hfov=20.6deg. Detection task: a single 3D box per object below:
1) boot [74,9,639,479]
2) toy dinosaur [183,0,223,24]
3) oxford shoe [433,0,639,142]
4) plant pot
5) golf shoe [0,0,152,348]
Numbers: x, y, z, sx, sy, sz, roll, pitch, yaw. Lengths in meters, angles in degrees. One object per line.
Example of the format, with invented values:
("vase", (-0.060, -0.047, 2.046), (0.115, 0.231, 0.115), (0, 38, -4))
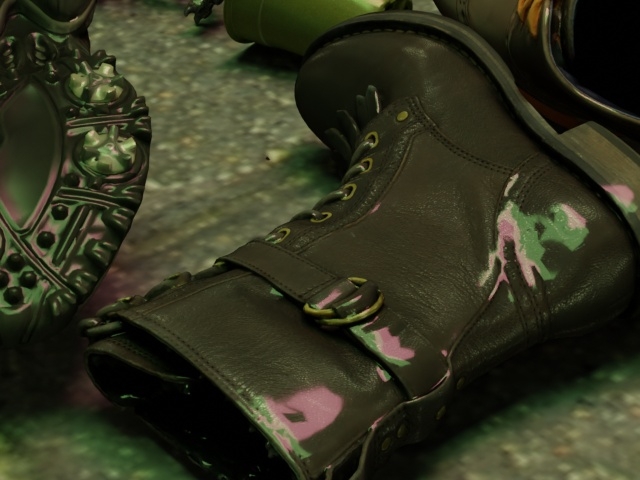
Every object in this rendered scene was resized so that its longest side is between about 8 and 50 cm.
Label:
("boot", (0.000, 0.000, 0.732), (0.229, 0.091, 0.263), (-25, 37, -27))
("toy dinosaur", (-0.067, -0.195, 1.016), (0.268, 0.064, 0.118), (-35, 80, -13))
("oxford shoe", (0.142, -0.111, 0.804), (0.133, 0.130, 0.364), (21, 7, -36))
("plant pot", (0.004, -0.126, 0.944), (0.079, 0.083, 0.083), (32, 44, 22))
("golf shoe", (-0.132, -0.039, 0.780), (0.105, 0.120, 0.273), (-1, 43, -10))
